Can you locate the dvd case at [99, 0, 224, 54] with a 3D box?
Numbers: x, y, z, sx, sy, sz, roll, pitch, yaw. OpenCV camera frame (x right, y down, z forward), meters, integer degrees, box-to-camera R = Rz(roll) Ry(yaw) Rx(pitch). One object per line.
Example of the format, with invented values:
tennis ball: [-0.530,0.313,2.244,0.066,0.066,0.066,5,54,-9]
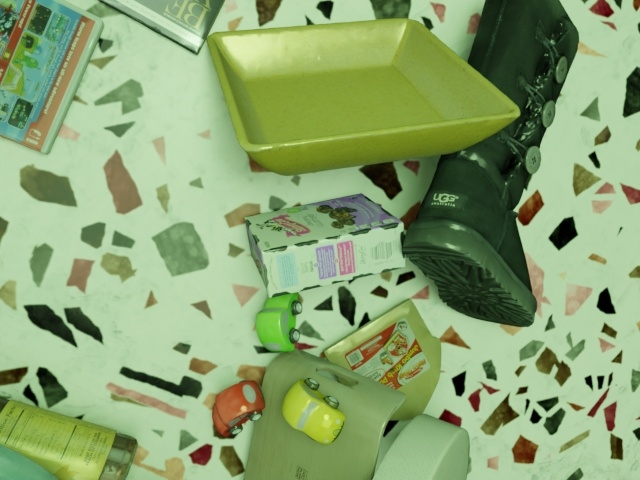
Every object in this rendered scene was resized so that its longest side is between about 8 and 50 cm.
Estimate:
dvd case: [-0.201,-0.404,0.746,0.165,0.018,0.221,26,90,-15]

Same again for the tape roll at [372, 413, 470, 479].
tape roll: [0.125,0.453,0.769,0.072,0.392,0.391,14,94,29]

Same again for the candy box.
candy box: [0.000,0.000,0.763,0.196,0.165,0.070,-12,112,-12]

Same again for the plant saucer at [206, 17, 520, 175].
plant saucer: [0.034,-0.197,0.711,0.333,0.332,0.080,-10,133,-12]

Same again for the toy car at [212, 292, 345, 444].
toy car: [-0.074,0.181,0.786,0.053,0.239,0.224,27,61,-52]

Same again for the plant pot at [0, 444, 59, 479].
plant pot: [-0.476,0.375,0.609,0.293,0.196,0.292,3,129,3]

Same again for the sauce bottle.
sauce bottle: [-0.438,0.277,0.724,0.345,0.111,0.111,23,91,-14]

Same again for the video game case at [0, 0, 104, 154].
video game case: [-0.466,-0.266,0.693,0.285,0.025,0.204,23,90,-15]

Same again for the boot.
boot: [0.299,-0.118,0.835,0.367,0.146,0.444,43,61,-52]

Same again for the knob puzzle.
knob puzzle: [0.120,0.219,0.894,0.213,0.030,0.213,-2,96,-14]

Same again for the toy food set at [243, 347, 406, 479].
toy food set: [0.001,0.343,0.800,0.092,0.220,0.305,4,98,-53]
